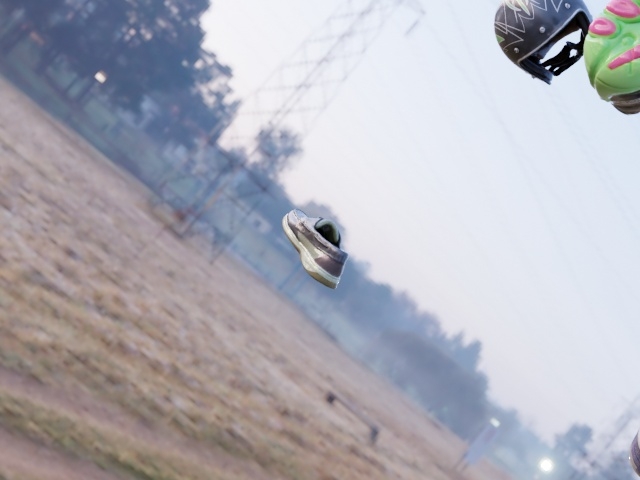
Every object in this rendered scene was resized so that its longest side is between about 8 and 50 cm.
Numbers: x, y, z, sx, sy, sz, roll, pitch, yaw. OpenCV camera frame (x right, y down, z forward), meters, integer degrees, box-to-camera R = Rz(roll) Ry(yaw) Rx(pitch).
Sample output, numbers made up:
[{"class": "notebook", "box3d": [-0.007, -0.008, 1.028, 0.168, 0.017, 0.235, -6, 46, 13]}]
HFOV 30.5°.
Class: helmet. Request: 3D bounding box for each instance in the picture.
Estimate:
[{"class": "helmet", "box3d": [0.366, -0.355, 1.941, 0.161, 0.169, 0.169, 36, 1, -37]}]

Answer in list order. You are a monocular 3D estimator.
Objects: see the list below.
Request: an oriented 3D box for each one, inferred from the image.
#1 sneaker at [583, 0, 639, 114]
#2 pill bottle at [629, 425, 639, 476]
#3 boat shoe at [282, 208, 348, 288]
[{"class": "sneaker", "box3d": [0.602, -0.339, 1.700, 0.202, 0.482, 0.185, 56, 9, -62]}, {"class": "pill bottle", "box3d": [0.606, 0.356, 2.051, 0.112, 0.112, 0.187, 39, -14, 21]}, {"class": "boat shoe", "box3d": [-0.001, 0.000, 1.908, 0.080, 0.073, 0.223, 34, 13, -27]}]
